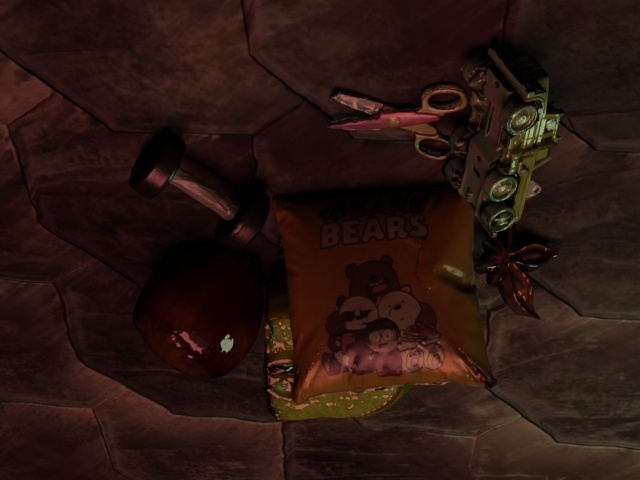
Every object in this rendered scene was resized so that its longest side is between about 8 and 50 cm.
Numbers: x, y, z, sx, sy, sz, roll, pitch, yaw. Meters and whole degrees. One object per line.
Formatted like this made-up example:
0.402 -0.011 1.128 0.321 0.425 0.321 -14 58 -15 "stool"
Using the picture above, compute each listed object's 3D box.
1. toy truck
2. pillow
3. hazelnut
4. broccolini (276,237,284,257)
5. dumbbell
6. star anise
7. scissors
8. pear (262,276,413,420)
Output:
0.256 -0.140 1.735 0.135 0.128 0.259 -19 141 -16 "toy truck"
0.089 0.072 1.877 0.310 0.312 0.119 -6 171 16 "pillow"
-0.178 0.106 2.026 0.208 0.208 0.208 5 137 5 "hazelnut"
0.000 0.000 1.986 0.140 0.030 0.035 -10 99 13 "broccolini"
-0.173 -0.071 1.878 0.191 0.100 0.100 33 132 -24 "dumbbell"
0.221 0.064 1.969 0.218 0.148 0.227 -9 176 -28 "star anise"
0.102 -0.169 1.783 0.187 0.020 0.133 7 134 0 "scissors"
0.033 0.154 2.050 0.255 0.164 0.238 0 128 3 "pear"
